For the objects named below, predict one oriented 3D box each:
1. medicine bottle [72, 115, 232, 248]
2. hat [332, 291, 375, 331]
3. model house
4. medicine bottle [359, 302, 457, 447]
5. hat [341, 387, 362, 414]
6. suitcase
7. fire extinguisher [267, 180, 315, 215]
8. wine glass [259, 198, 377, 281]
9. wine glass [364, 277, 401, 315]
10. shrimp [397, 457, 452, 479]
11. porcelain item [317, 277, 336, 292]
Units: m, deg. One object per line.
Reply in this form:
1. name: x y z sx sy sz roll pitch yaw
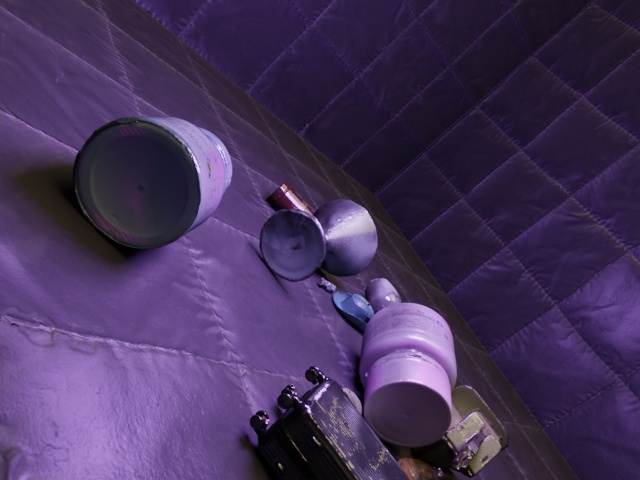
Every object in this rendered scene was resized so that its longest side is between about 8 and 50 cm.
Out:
1. medicine bottle: -0.315 -0.133 1.086 0.245 0.245 0.290 46 14 -7
2. hat: 0.127 0.225 1.739 0.191 0.078 0.138 42 14 -22
3. model house: 0.326 0.537 1.373 0.205 0.218 0.278 52 29 15
4. medicine bottle: 0.228 0.343 1.392 0.256 0.256 0.325 45 23 -12
5. hat: 0.058 0.389 1.168 0.166 0.081 0.122 53 14 -25
6. suitcase: 0.027 0.393 0.947 0.312 0.128 0.202 51 15 8
7. fire extinguisher: -0.048 -0.052 1.917 0.341 0.105 0.141 47 52 -7
8. wine glass: 0.000 0.000 1.634 0.267 0.267 0.406 52 18 12
9. wine glass: 0.246 0.255 1.918 0.126 0.126 0.241 35 22 -41
10. shrimp: 0.248 0.591 1.234 0.253 0.058 0.173 35 27 -38
11. porcelain item: 0.023 0.147 1.737 0.083 0.028 0.036 33 19 -49
